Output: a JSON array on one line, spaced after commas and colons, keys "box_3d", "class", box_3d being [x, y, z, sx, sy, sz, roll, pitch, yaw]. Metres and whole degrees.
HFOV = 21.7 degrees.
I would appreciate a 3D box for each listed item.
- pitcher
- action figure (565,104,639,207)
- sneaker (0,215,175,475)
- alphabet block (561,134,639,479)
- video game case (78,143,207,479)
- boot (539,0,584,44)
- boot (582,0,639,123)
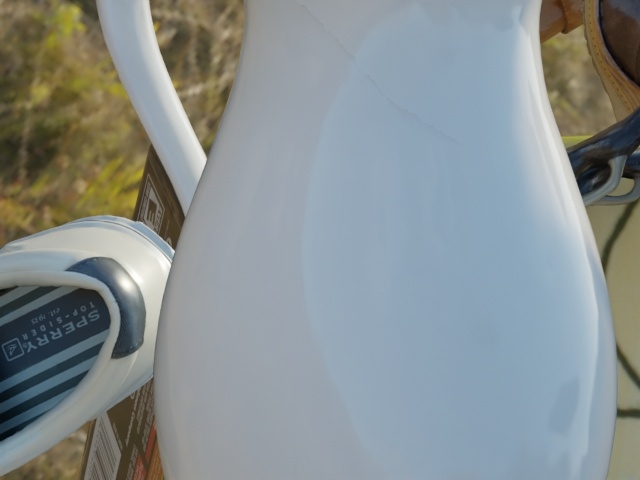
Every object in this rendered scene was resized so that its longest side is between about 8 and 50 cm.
[{"box_3d": [0.000, 0.000, 0.465, 0.125, 0.207, 0.178, -13, 20, -41], "class": "pitcher"}, {"box_3d": [0.214, -0.044, 0.767, 0.164, 0.276, 0.141, 5, 87, -67], "class": "action figure"}, {"box_3d": [-0.169, 0.065, 0.598, 0.094, 0.258, 0.091, 58, 7, 5], "class": "sneaker"}, {"box_3d": [0.182, 0.036, 0.966, 0.193, 0.192, 0.197, -6, 96, -49], "class": "alphabet block"}, {"box_3d": [-0.066, 0.131, 0.839, 0.035, 0.275, 0.248, 1, 35, -23], "class": "video game case"}, {"box_3d": [0.158, -0.171, 1.302, 0.220, 0.109, 0.283, -8, 53, -9], "class": "boot"}, {"box_3d": [0.290, -0.126, 1.115, 0.090, 0.207, 0.248, 20, 57, -49], "class": "boot"}]
